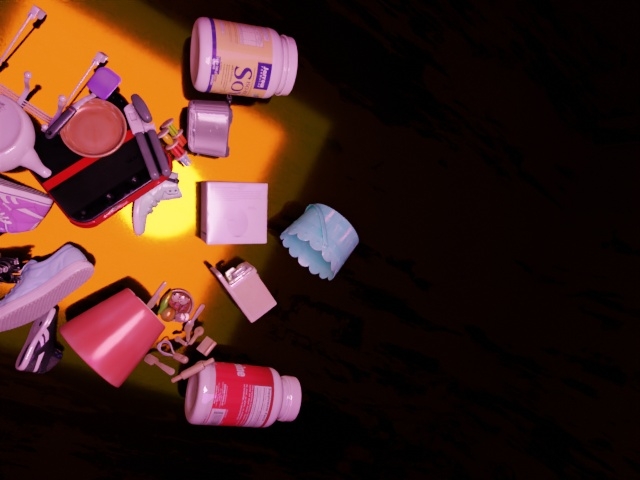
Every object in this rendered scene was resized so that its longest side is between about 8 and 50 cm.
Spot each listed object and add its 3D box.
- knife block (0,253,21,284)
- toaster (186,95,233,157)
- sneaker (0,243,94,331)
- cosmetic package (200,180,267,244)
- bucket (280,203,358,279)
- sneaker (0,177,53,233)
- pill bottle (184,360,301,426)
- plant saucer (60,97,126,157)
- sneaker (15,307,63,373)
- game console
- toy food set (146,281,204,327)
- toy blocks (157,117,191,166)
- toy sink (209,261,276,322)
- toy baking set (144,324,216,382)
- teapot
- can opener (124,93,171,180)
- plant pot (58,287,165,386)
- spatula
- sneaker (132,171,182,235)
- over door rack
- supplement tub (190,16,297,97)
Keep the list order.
[{"bbox_3d":[-1.044,0.102,1.392,0.276,0.242,0.088,-7,99,-23],"label":"knife block"},{"bbox_3d":[-0.392,-0.404,1.651,0.147,0.129,0.226,0,124,-20],"label":"toaster"},{"bbox_3d":[-0.932,0.150,1.524,0.366,0.135,0.150,-36,72,-19],"label":"sneaker"},{"bbox_3d":[-0.323,-0.106,1.740,0.224,0.138,0.224,-1,99,-24],"label":"cosmetic package"},{"bbox_3d":[0.000,0.000,1.832,0.183,0.281,0.281,-49,113,-20],"label":"bucket"},{"bbox_3d":[-0.971,-0.102,1.417,0.161,0.102,0.282,-59,149,0],"label":"sneaker"},{"bbox_3d":[-0.292,0.596,1.803,0.408,0.229,0.228,14,92,-25],"label":"pill bottle"},{"bbox_3d":[-0.730,-0.360,1.514,0.200,0.037,0.199,2,81,-13],"label":"plant saucer"},{"bbox_3d":[-0.918,0.341,1.583,0.121,0.079,0.216,38,67,-46],"label":"sneaker"},{"bbox_3d":[-0.729,-0.265,1.549,0.387,0.060,0.342,-38,91,-16],"label":"game console"},{"bbox_3d":[-0.535,0.249,1.750,0.192,0.038,0.132,35,83,-24],"label":"toy food set"},{"bbox_3d":[-0.503,-0.341,1.653,0.054,0.123,0.148,-20,130,17],"label":"toy blocks"},{"bbox_3d":[-0.292,0.169,1.786,0.131,0.153,0.234,-37,109,-15],"label":"toy sink"},{"bbox_3d":[-0.505,0.418,1.712,0.256,0.196,0.030,-30,143,-10],"label":"toy baking set"},{"bbox_3d":[-0.972,-0.302,1.380,0.253,0.187,0.255,-15,82,-22],"label":"teapot"},{"bbox_3d":[-0.563,-0.338,1.516,0.076,0.095,0.283,-20,79,-16],"label":"can opener"},{"bbox_3d":[-0.684,0.311,1.585,0.243,0.275,0.275,-44,112,-22],"label":"plant pot"},{"bbox_3d":[-0.760,-0.432,1.483,0.084,0.030,0.296,39,76,-1],"label":"spatula"},{"bbox_3d":[-0.569,-0.133,1.646,0.151,0.094,0.255,10,90,-18],"label":"sneaker"},{"bbox_3d":[-0.863,-0.534,1.444,0.240,0.108,0.324,35,82,-18],"label":"over door rack"},{"bbox_3d":[-0.270,-0.627,1.634,0.332,0.241,0.240,-1,98,-23],"label":"supplement tub"}]
